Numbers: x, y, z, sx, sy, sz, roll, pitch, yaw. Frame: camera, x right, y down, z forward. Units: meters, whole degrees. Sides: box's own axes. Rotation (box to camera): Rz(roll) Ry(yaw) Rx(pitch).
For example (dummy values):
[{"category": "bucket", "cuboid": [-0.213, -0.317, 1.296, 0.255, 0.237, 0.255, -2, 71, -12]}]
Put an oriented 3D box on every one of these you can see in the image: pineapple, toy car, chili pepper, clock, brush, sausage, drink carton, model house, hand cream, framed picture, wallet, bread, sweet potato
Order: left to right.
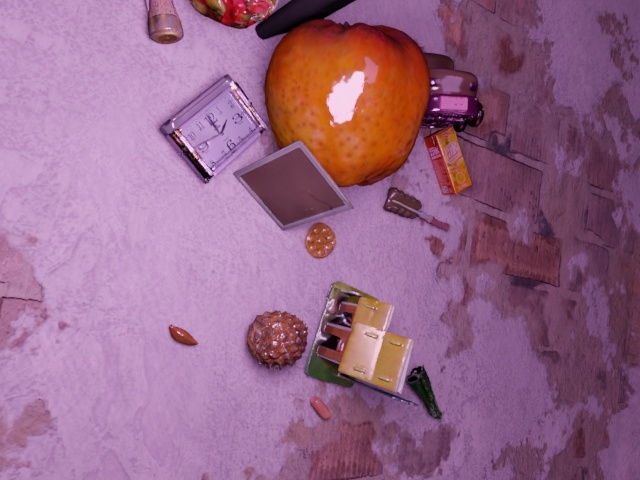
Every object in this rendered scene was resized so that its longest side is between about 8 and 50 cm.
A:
[{"category": "hand cream", "cuboid": [-0.399, -0.604, 1.298, 0.083, 0.084, 0.204, -9, 90, -32]}, {"category": "sweet potato", "cuboid": [-0.358, 0.251, 1.353, 0.095, 0.034, 0.034, 39, 70, -24]}, {"category": "clock", "cuboid": [-0.279, -0.292, 1.371, 0.253, 0.083, 0.186, -47, 113, -24]}, {"category": "pineapple", "cuboid": [-0.105, 0.279, 1.448, 0.193, 0.166, 0.167, 15, 82, -43]}, {"category": "framed picture", "cuboid": [-0.077, -0.138, 1.385, 0.231, 0.293, 0.018, 50, 51, -23]}, {"category": "bread", "cuboid": [0.000, 0.000, 1.587, 0.109, 0.024, 0.110, 1, 89, -32]}, {"category": "sausage", "cuboid": [0.001, 0.513, 1.586, 0.034, 0.034, 0.083, -44, 113, -25]}, {"category": "wallet", "cuboid": [0.008, -0.631, 1.362, 0.228, 0.406, 0.062, -31, 109, -29]}, {"category": "model house", "cuboid": [0.198, 0.323, 1.539, 0.340, 0.323, 0.301, 26, 77, -30]}, {"category": "brush", "cuboid": [0.338, -0.094, 1.782, 0.300, 0.071, 0.084, 22, 90, -31]}, {"category": "chili pepper", "cuboid": [0.379, 0.545, 1.817, 0.088, 0.059, 0.227, -43, 114, -30]}, {"category": "toy car", "cuboid": [0.361, -0.474, 1.635, 0.270, 0.340, 0.241, 1, 96, -10]}, {"category": "drink carton", "cuboid": [0.454, -0.282, 1.850, 0.096, 0.071, 0.223, -29, 106, -28]}]

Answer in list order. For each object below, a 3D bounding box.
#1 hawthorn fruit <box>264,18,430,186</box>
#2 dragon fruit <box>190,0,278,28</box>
[{"category": "hawthorn fruit", "cuboid": [0.067, -0.364, 1.412, 0.471, 0.471, 0.473, 0, 91, -33]}, {"category": "dragon fruit", "cuboid": [-0.231, -0.681, 1.308, 0.236, 0.231, 0.303, -25, 62, -31]}]
